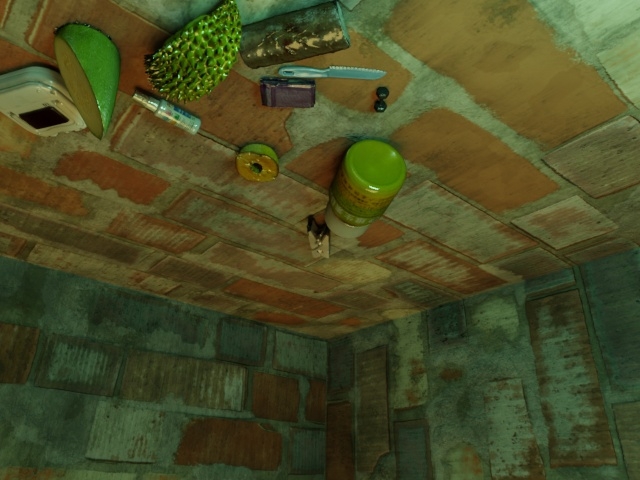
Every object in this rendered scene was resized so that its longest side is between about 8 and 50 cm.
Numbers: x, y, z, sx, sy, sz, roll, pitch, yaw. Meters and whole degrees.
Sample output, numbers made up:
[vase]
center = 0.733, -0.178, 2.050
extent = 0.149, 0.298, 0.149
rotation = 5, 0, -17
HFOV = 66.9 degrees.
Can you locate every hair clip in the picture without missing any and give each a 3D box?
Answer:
[hair clip]
center = 0.000, -0.004, 2.250
extent = 0.101, 0.085, 0.331
rotation = 2, 159, 4

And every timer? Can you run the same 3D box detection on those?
[timer]
center = -0.852, -0.416, 1.489
extent = 0.262, 0.087, 0.237
rotation = -7, 152, 18

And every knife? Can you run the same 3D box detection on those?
[knife]
center = 0.034, -0.482, 1.387
extent = 0.313, 0.019, 0.044
rotation = 1, 150, -4

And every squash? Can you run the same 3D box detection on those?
[squash]
center = -0.640, -0.417, 1.288
extent = 0.189, 0.260, 0.189
rotation = 2, 156, 1

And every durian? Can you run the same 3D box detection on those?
[durian]
center = -0.325, -0.474, 1.247
extent = 0.352, 0.169, 0.158
rotation = -21, 134, 33

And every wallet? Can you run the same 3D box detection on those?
[wallet]
center = -0.097, -0.439, 1.458
extent = 0.166, 0.030, 0.111
rotation = 2, 152, -1

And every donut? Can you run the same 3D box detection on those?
[donut]
center = -0.226, -0.281, 1.745
extent = 0.162, 0.065, 0.178
rotation = 13, 152, -10

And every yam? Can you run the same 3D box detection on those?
[yam]
center = -0.063, -0.512, 1.215
extent = 0.280, 0.131, 0.131
rotation = -6, 152, 19

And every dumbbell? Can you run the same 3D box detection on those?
[dumbbell]
center = 0.184, -0.424, 1.463
extent = 0.040, 0.036, 0.083
rotation = 3, 153, 2

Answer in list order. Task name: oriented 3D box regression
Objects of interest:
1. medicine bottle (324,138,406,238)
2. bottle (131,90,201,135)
[medicine bottle]
center = 0.145, -0.171, 1.760
extent = 0.224, 0.224, 0.384
rotation = 7, 153, -10
[bottle]
center = -0.483, -0.404, 1.520
extent = 0.217, 0.060, 0.060
rotation = 23, 146, -38
